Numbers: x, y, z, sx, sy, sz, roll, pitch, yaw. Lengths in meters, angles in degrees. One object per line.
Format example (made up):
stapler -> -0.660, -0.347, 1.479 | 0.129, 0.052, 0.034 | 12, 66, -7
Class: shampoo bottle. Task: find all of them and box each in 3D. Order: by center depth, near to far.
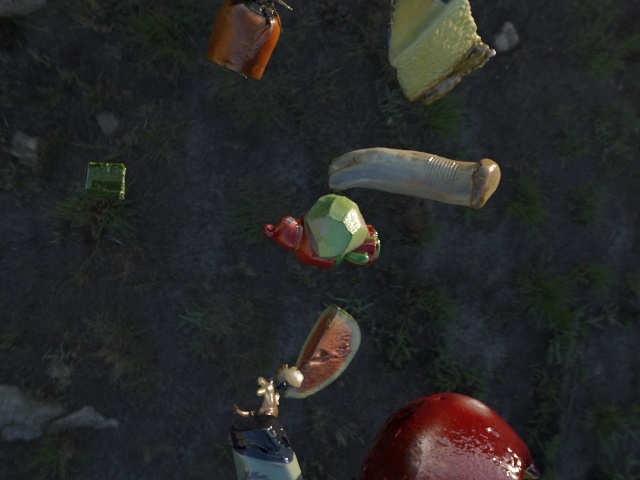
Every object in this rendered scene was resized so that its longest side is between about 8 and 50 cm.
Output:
shampoo bottle -> -0.086, 0.528, 1.130 | 0.134, 0.078, 0.360 | -8, 96, 18

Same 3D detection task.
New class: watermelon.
watermelon -> 0.000, 0.286, 1.570 | 0.159, 0.128, 0.303 | 14, 113, -42

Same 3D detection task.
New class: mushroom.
mushroom -> 0.181, -0.132, 1.159 | 0.095, 0.351, 0.123 | 73, 34, -43

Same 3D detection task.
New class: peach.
peach -> 0.228, 0.505, 1.070 | 0.353, 0.416, 0.339 | 8, 121, 1

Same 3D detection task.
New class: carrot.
carrot -> -0.225, -0.634, 1.724 | 0.193, 0.214, 0.331 | 20, 122, -18

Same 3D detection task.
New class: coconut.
coconut -> 0.019, -0.020, 0.752 | 0.081, 0.083, 0.082 | -31, 108, -54

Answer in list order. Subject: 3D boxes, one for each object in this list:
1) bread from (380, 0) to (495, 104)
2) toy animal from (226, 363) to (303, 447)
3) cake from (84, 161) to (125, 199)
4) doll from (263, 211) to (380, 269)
bread -> 0.126, -0.271, 0.729 | 0.127, 0.147, 0.152 | -36, 61, 12
toy animal -> -0.128, 0.390, 1.294 | 0.186, 0.093, 0.214 | 13, 86, -55
cake -> -0.573, -0.167, 1.609 | 0.099, 0.235, 0.100 | 0, 97, -44
doll -> 0.001, -0.001, 1.746 | 0.363, 0.183, 0.160 | 12, 129, -18
